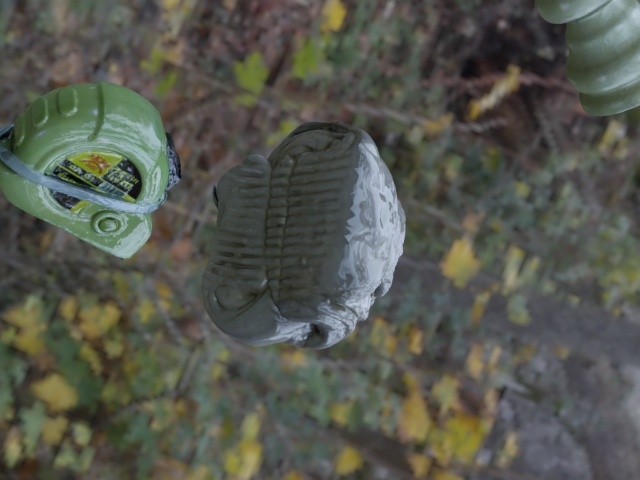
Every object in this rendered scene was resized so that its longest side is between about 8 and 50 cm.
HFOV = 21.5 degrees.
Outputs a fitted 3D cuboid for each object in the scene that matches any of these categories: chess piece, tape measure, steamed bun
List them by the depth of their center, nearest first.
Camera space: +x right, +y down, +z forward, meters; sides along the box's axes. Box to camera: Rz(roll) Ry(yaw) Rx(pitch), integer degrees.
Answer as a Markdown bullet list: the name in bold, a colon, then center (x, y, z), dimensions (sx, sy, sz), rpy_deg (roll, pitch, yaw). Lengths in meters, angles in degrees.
- **tape measure**: center (-0.208, -0.073, 1.526), dimensions (0.154, 0.177, 0.087), rpy_deg (-41, -139, 30)
- **steamed bun**: center (-0.002, 0.000, 1.646), dimensions (0.211, 0.144, 0.218), rpy_deg (-4, -103, 42)
- **chess piece**: center (0.319, -0.289, 2.003), dimensions (0.144, 0.251, 0.144), rpy_deg (-29, -156, 14)
